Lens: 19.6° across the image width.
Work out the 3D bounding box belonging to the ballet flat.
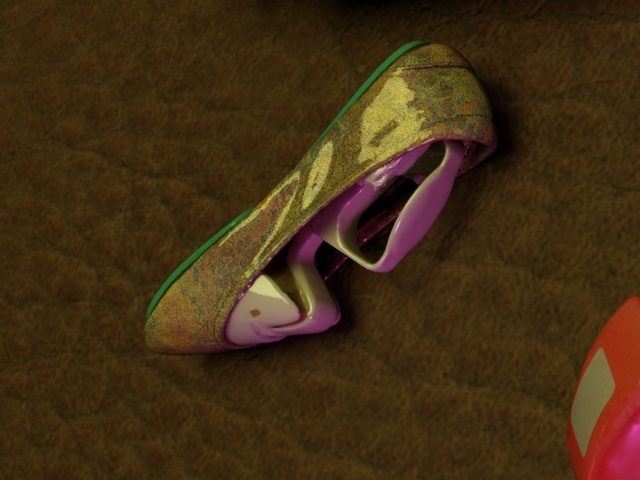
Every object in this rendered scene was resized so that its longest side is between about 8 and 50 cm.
[{"bbox_3d":[0.000,0.000,1.408,0.348,0.123,0.123,-45,48,19],"label":"ballet flat"}]

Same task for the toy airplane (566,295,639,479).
[{"bbox_3d":[0.316,-0.014,0.997,0.386,0.272,0.384,-6,48,56],"label":"toy airplane"}]
